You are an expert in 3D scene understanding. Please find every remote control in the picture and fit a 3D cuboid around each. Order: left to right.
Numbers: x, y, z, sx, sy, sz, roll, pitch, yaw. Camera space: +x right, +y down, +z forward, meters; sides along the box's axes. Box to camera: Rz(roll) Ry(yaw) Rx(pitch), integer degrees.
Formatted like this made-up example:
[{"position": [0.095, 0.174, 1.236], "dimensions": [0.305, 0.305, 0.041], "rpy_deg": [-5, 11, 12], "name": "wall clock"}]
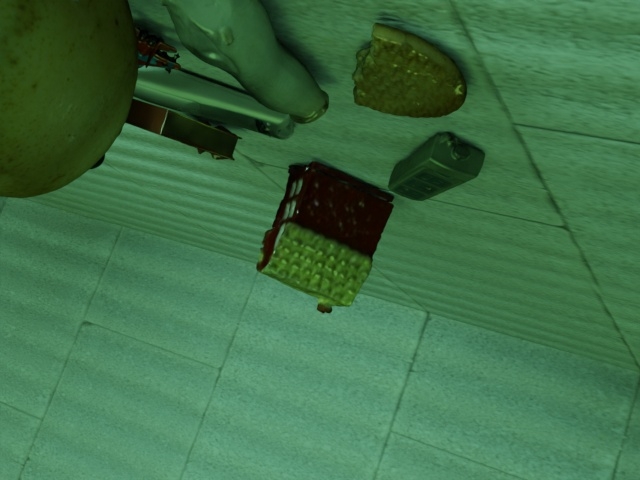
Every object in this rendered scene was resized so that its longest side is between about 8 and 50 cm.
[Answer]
[{"position": [-0.198, -0.227, 1.466], "dimensions": [0.313, 0.055, 0.109], "rpy_deg": [20, 169, 4], "name": "remote control"}]

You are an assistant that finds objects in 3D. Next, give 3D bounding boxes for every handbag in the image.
[{"position": [-0.246, -0.198, 1.591], "dimensions": [0.127, 0.062, 0.190], "rpy_deg": [21, -177, 39], "name": "handbag"}]

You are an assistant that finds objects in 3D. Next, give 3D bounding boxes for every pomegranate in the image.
[{"position": [-0.418, -0.223, 1.043], "dimensions": [0.417, 0.416, 0.416], "rpy_deg": [20, 169, 4], "name": "pomegranate"}]

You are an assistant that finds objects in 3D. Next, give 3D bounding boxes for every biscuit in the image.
[{"position": [0.110, -0.199, 1.094], "dimensions": [0.145, 0.033, 0.224], "rpy_deg": [18, 169, 2], "name": "biscuit"}]

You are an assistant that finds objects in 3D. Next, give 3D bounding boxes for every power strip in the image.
[{"position": [0.170, -0.108, 1.402], "dimensions": [0.080, 0.048, 0.286], "rpy_deg": [23, 170, -9], "name": "power strip"}]

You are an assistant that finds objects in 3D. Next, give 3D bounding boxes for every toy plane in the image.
[{"position": [-0.278, -0.282, 1.337], "dimensions": [0.130, 0.061, 0.189], "rpy_deg": [24, 173, -22], "name": "toy plane"}]

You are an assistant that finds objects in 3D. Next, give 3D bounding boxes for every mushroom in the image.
[{"position": [-0.088, -0.239, 1.125], "dimensions": [0.109, 0.097, 0.351], "rpy_deg": [18, 173, 26], "name": "mushroom"}]

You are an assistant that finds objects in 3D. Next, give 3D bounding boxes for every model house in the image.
[{"position": [0.000, 0.000, 1.699], "dimensions": [0.196, 0.253, 0.160], "rpy_deg": [23, 165, -18], "name": "model house"}]

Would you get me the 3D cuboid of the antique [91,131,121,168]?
[{"position": [-0.485, -0.248, 1.488], "dimensions": [0.255, 0.185, 0.322], "rpy_deg": [25, 168, 24], "name": "antique"}]
